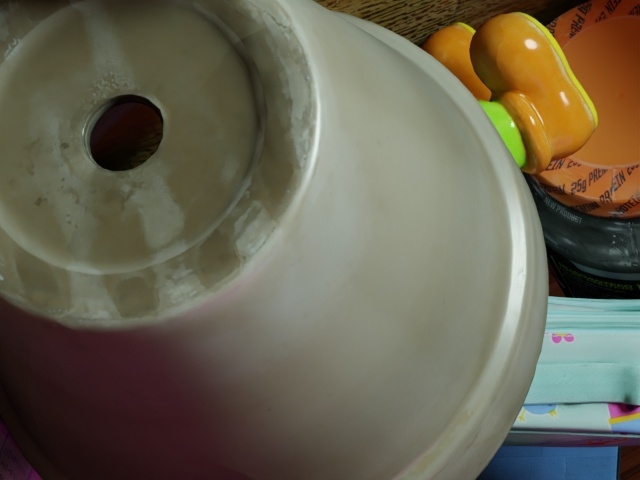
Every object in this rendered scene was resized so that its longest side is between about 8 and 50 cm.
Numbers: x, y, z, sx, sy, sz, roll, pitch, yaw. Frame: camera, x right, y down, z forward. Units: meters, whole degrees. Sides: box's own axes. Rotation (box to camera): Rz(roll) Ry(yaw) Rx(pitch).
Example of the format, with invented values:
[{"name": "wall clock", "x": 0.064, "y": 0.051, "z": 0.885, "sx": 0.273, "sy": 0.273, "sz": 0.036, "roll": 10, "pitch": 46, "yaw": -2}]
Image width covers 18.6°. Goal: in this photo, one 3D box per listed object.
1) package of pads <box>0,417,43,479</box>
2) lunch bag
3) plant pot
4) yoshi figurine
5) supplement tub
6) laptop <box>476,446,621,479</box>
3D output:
[{"name": "package of pads", "x": -0.268, "y": 0.157, "z": 1.157, "sx": 0.229, "sy": 0.101, "sz": 0.296, "roll": -31, "pitch": -162, "yaw": 13}, {"name": "lunch bag", "x": 0.163, "y": 0.092, "z": 1.386, "sx": 0.279, "sy": 0.108, "sz": 0.224, "roll": -1, "pitch": 173, "yaw": 7}, {"name": "plant pot", "x": -0.058, "y": -0.010, "z": 0.993, "sx": 0.323, "sy": 0.323, "sz": 0.280, "roll": -33, "pitch": 157, "yaw": 0}, {"name": "yoshi figurine", "x": -0.015, "y": -0.021, "z": 1.254, "sx": 0.362, "sy": 0.203, "sz": 0.203, "roll": -42, "pitch": 143, "yaw": -11}, {"name": "supplement tub", "x": 0.258, "y": -0.043, "z": 1.512, "sx": 0.207, "sy": 0.207, "sz": 0.338, "roll": -34, "pitch": 154, "yaw": 3}, {"name": "laptop", "x": 0.032, "y": 0.172, "z": 1.533, "sx": 0.382, "sy": 0.236, "sz": 0.408, "roll": -3, "pitch": 152, "yaw": 12}]
